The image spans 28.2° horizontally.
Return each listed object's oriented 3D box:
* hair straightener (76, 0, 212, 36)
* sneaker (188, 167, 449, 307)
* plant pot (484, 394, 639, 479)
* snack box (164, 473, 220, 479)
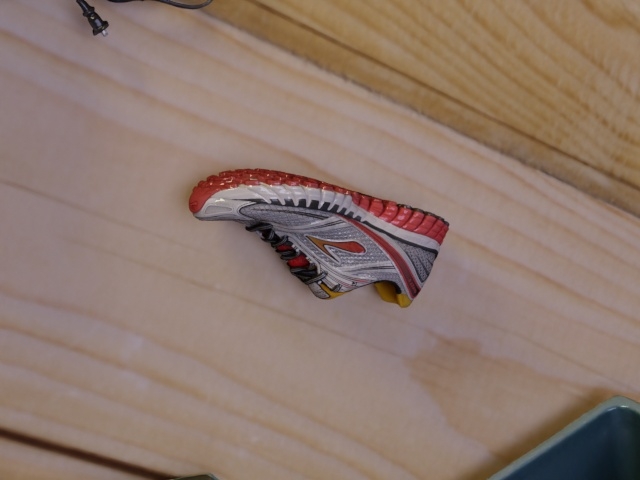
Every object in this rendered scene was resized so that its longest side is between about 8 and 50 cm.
[{"bbox_3d":[-0.163,-0.195,0.938,0.230,0.047,0.089,-13,103,-28],"label":"hair straightener"},{"bbox_3d":[0.000,0.000,1.013,0.225,0.088,0.093,15,91,-27],"label":"sneaker"},{"bbox_3d":[0.268,0.340,1.112,0.247,0.248,0.252,-28,124,-21],"label":"plant pot"},{"bbox_3d":[-0.220,0.292,0.961,0.322,0.060,0.187,-4,99,-25],"label":"snack box"}]
